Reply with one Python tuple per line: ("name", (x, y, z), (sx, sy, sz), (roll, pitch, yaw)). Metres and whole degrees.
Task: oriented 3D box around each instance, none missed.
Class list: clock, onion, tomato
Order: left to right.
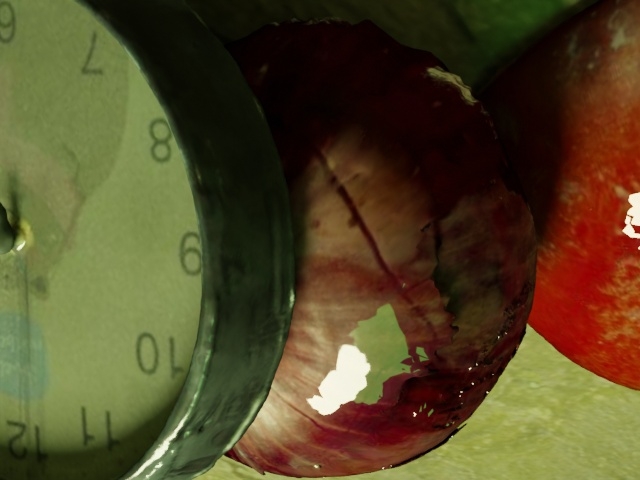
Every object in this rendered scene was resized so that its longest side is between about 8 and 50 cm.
("clock", (-0.142, 0.000, 0.637), (0.281, 0.280, 0.055), (-22, 177, 33))
("onion", (0.000, 0.000, 0.710), (0.252, 0.219, 0.252), (13, 118, 26))
("tomato", (0.235, -0.007, 0.738), (0.339, 0.143, 0.338), (0, 147, 0))
